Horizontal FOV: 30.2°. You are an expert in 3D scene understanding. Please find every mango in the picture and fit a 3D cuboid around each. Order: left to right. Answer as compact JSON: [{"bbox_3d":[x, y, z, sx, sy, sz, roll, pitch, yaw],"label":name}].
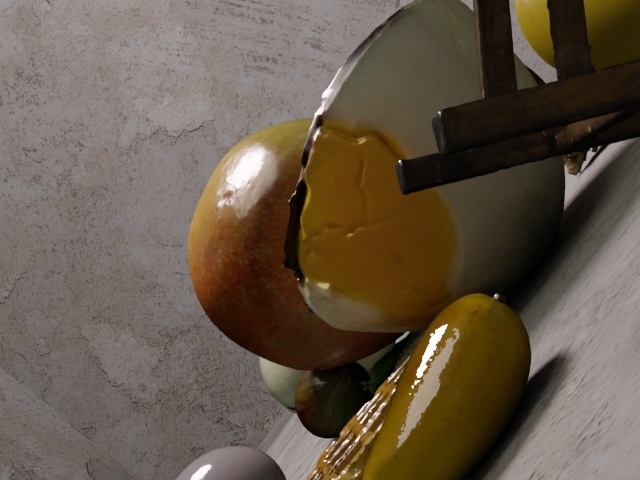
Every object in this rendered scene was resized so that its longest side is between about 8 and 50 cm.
[{"bbox_3d":[0.082,0.109,0.772,0.161,0.076,0.103,-56,4,-21],"label":"mango"}]

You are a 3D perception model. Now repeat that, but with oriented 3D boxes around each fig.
[{"bbox_3d":[0.024,0.191,1.517,0.155,0.103,0.109,113,170,-54],"label":"fig"}]

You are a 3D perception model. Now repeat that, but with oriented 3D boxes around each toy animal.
[{"bbox_3d":[0.091,0.155,1.465,0.075,0.041,0.217,-55,-7,29],"label":"toy animal"}]

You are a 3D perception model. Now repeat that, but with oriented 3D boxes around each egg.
[{"bbox_3d":[-0.115,0.329,1.366,0.199,0.146,0.146,-59,2,-25],"label":"egg"},{"bbox_3d":[0.013,0.142,1.722,0.253,0.186,0.186,-55,1,-34],"label":"egg"},{"bbox_3d":[0.128,-0.042,1.119,0.337,0.201,0.337,-42,-31,-33],"label":"egg"}]

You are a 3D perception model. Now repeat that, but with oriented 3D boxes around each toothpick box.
[{"bbox_3d":[0.321,-0.272,1.171,0.175,0.175,0.271,-52,8,-16],"label":"toothpick box"}]

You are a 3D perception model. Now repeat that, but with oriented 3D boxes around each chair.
[{"bbox_3d":[0.245,-0.175,0.674,0.203,0.416,0.241,112,152,-83],"label":"chair"}]

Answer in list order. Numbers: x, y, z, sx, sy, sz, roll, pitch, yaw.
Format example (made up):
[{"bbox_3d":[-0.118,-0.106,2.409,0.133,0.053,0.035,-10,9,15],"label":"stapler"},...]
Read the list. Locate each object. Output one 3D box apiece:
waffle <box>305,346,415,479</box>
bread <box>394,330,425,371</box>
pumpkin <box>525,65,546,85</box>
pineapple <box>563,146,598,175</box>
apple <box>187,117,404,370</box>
[{"bbox_3d":[0.042,0.183,0.995,0.301,0.058,0.281,-52,-1,20],"label":"waffle"},{"bbox_3d":[0.147,0.081,1.397,0.193,0.036,0.112,-52,-2,6],"label":"bread"},{"bbox_3d":[0.201,-0.145,1.620,0.325,0.242,0.232,-57,-8,-31],"label":"pumpkin"},{"bbox_3d":[0.284,-0.128,1.284,0.114,0.077,0.114,-10,-55,-82],"label":"pineapple"},{"bbox_3d":[0.000,0.000,1.441,0.319,0.319,0.277,-52,-2,-18],"label":"apple"}]
